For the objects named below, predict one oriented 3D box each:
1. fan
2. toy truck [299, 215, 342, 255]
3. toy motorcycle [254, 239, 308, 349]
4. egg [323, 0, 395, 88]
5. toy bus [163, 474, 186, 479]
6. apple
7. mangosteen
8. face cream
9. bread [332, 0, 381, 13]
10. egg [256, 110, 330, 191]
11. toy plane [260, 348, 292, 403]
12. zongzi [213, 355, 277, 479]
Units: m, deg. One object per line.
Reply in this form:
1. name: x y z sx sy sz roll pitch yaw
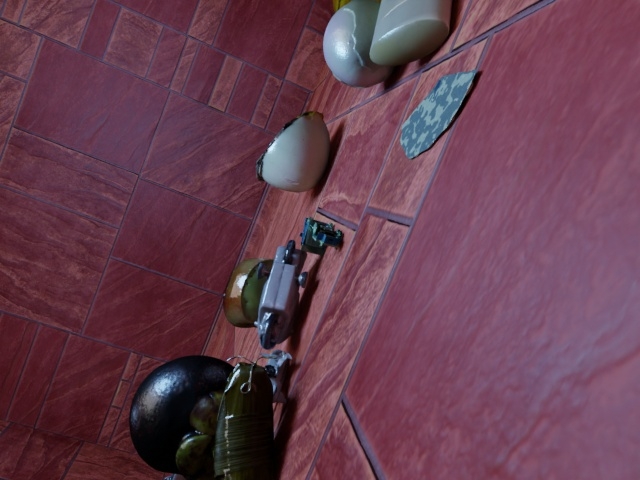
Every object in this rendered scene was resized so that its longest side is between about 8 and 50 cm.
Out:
1. fan: 0.171 -0.194 0.734 0.240 0.009 0.131 166 123 -75
2. toy truck: 0.000 0.000 1.046 0.175 0.067 0.081 -135 61 -73
3. toy motorcycle: -0.094 0.134 1.097 0.171 0.110 0.260 96 -175 -63
4. egg: 0.095 -0.441 1.067 0.217 0.183 0.183 -81 17 -55
5. toy bus: -0.372 0.678 1.343 0.097 0.138 0.343 -103 35 -71
6. apple: -0.171 0.141 1.285 0.207 0.173 0.189 25 -120 -60
7. mangosteen: -0.297 0.435 1.127 0.314 0.296 0.297 64 145 23
8. face cream: 0.186 -0.481 0.927 0.173 0.081 0.349 -18 47 42
9. bread: 0.143 -0.650 1.200 0.270 0.195 0.143 -50 29 46
10. egg: -0.051 -0.257 1.478 0.286 0.174 0.264 -47 -6 -44
11. toy plane: -0.098 0.284 0.993 0.171 0.065 0.162 -106 35 -63
12. zongzi: -0.155 0.361 0.919 0.241 0.111 0.248 132 140 -62
